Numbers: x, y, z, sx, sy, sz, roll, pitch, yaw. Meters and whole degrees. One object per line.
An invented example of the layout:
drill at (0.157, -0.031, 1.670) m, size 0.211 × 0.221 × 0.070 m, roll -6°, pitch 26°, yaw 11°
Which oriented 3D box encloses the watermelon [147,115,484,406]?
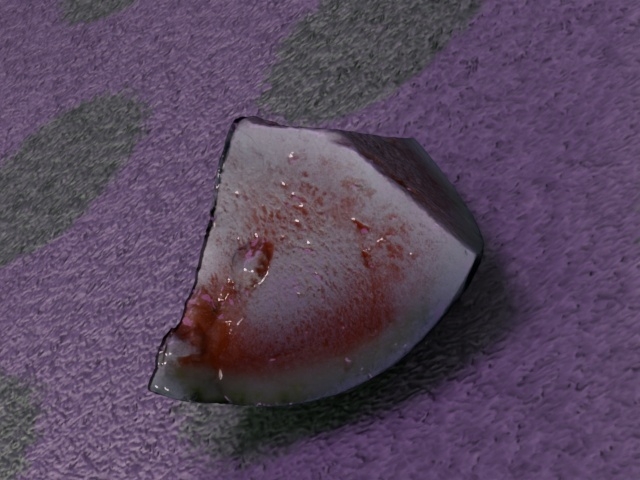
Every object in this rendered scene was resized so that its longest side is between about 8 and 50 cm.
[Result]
watermelon at (0.000, 0.000, 1.544) m, size 0.320 × 0.214 × 0.289 m, roll -46°, pitch 30°, yaw -26°
